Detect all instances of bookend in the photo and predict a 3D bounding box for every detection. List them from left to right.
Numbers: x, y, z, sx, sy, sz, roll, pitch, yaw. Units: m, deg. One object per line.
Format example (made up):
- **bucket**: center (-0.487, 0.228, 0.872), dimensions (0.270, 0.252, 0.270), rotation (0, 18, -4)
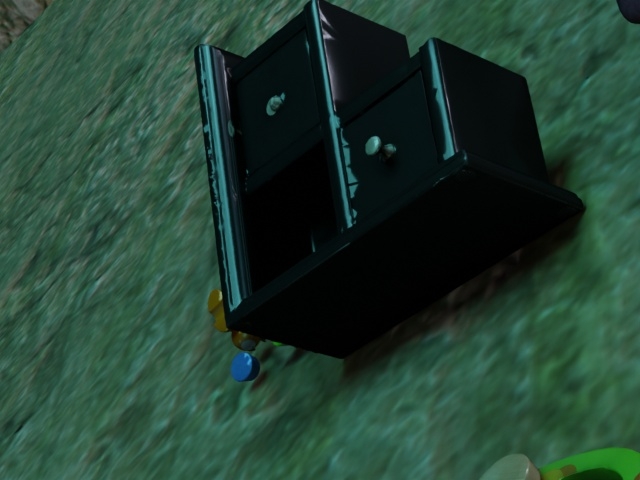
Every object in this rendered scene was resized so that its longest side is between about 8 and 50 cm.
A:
- **bookend**: center (0.024, -0.052, 0.833), dimensions (0.157, 0.072, 0.156), rotation (-34, 52, 38)

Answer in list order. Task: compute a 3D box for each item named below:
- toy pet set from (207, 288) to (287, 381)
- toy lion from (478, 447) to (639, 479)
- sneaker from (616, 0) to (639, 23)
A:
- **toy pet set**: center (0.000, 0.000, 0.954), dimensions (0.122, 0.065, 0.114), rotation (-43, 52, 27)
- **toy lion**: center (0.081, 0.101, 0.549), dimensions (0.096, 0.034, 0.100), rotation (-24, 28, 39)
- **sneaker**: center (0.157, -0.173, 0.863), dimensions (0.069, 0.084, 0.185), rotation (-34, 22, 39)
